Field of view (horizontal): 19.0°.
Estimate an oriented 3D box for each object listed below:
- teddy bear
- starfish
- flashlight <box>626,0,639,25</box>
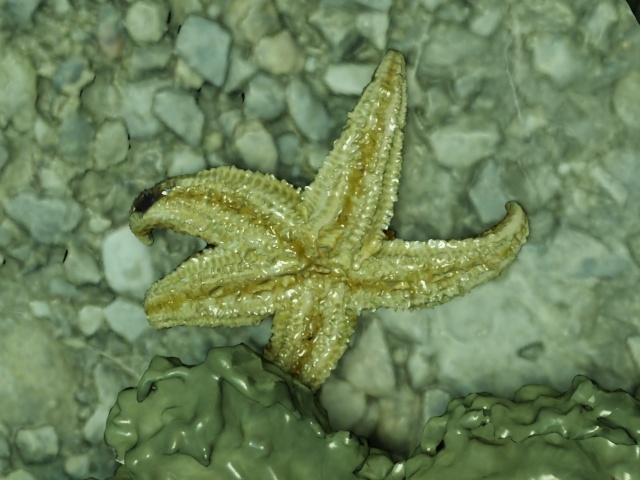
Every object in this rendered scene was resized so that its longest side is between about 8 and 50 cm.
[{"bbox_3d":[0.032,0.197,1.038,0.367,0.224,0.357,-28,108,19],"label":"teddy bear"},{"bbox_3d":[0.000,0.001,1.094,0.238,0.071,0.216,3,104,12],"label":"starfish"},{"bbox_3d":[0.311,-0.243,0.940,0.103,0.103,0.424,42,111,9],"label":"flashlight"}]
